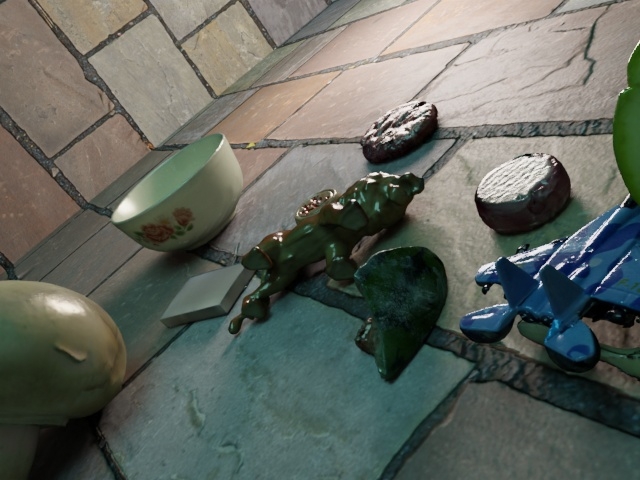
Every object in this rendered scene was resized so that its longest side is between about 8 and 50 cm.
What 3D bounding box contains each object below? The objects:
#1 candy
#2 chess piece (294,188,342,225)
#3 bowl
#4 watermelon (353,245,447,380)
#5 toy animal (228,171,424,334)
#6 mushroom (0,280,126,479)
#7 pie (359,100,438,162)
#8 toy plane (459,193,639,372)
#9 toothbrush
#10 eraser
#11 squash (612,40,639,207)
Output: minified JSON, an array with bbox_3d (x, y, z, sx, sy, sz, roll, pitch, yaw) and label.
[{"bbox_3d":[0.219,-0.053,0.705,0.103,0.043,0.103,-30,24,15],"label":"candy"},{"bbox_3d":[0.001,-0.043,0.992,0.084,0.038,0.083,-32,24,16],"label":"chess piece"},{"bbox_3d":[-0.260,-0.076,1.276,0.277,0.145,0.277,-31,23,14],"label":"bowl"},{"bbox_3d":[0.079,0.053,0.669,0.155,0.101,0.080,-36,10,-23],"label":"watermelon"},{"bbox_3d":[0.000,0.000,0.870,0.313,0.097,0.157,-28,13,24],"label":"toy animal"},{"bbox_3d":[-0.454,0.191,0.874,0.356,0.315,0.315,-42,24,-12],"label":"mushroom"},{"bbox_3d":[0.131,-0.184,1.077,0.155,0.036,0.154,-29,26,16],"label":"pie"},{"bbox_3d":[0.228,0.012,0.516,0.247,0.078,0.169,-27,20,-30],"label":"toy plane"},{"bbox_3d":[0.246,0.088,0.430,0.028,0.026,0.294,-29,20,-21],"label":"toothbrush"},{"bbox_3d":[-0.177,0.085,1.016,0.151,0.023,0.103,-16,30,39],"label":"eraser"},{"bbox_3d":[0.398,-0.128,0.522,0.234,0.209,0.309,3,9,38],"label":"squash"}]
